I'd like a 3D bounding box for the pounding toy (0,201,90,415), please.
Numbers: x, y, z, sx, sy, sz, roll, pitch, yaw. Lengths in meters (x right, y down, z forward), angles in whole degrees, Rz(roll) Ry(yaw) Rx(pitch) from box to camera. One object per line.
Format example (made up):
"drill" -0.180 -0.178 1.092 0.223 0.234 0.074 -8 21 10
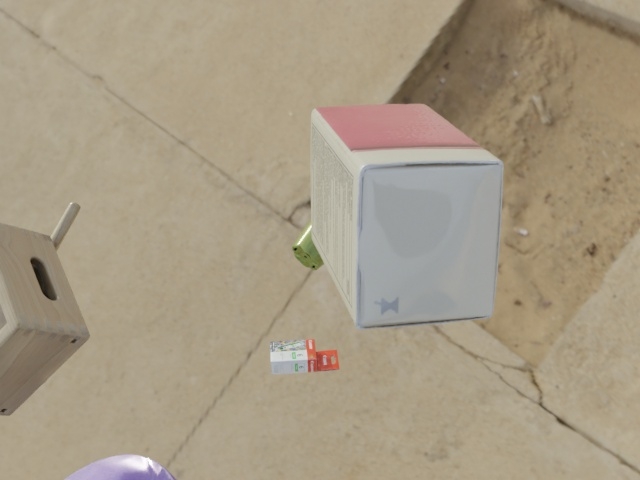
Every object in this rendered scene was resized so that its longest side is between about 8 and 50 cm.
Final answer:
"pounding toy" -0.253 0.048 0.802 0.130 0.100 0.141 -42 58 20

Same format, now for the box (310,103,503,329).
"box" 0.071 -0.033 0.919 0.232 0.126 0.149 -118 27 -67

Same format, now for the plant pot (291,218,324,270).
"plant pot" 0.000 0.000 1.452 0.083 0.083 0.079 24 61 39

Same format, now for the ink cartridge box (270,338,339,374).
"ink cartridge box" -0.027 0.194 1.646 0.115 0.029 0.063 -4 28 -2

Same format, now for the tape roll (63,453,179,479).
"tape roll" -0.167 0.274 0.781 0.189 0.080 0.189 -21 39 18
